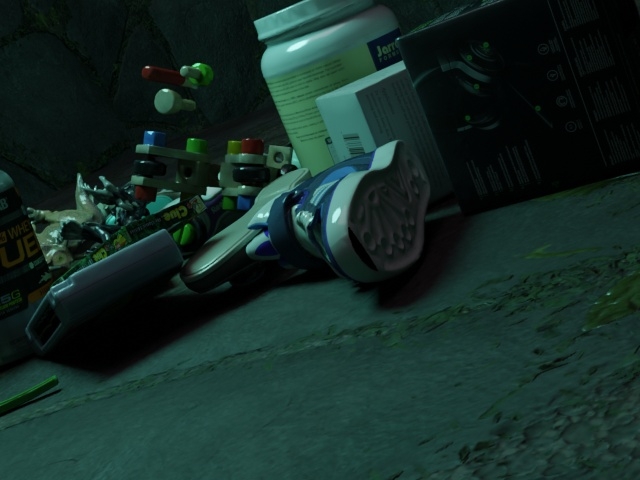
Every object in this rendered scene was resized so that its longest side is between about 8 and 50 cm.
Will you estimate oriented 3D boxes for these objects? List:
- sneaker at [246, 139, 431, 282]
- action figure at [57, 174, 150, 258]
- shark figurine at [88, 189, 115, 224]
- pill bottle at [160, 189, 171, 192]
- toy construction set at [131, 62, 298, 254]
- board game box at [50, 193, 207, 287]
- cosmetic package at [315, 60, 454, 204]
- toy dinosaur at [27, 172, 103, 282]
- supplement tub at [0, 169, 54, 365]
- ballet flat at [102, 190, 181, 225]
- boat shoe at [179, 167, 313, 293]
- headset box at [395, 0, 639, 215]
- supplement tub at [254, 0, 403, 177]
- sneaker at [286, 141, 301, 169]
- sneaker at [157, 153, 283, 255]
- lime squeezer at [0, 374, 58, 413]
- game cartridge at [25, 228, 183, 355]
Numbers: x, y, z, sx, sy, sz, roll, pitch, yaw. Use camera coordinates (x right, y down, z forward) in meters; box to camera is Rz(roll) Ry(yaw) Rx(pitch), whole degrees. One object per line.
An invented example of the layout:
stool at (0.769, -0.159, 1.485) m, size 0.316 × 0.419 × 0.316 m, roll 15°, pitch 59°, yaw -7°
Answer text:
sneaker at (0.000, -0.001, 1.281) m, size 0.236 × 0.130 × 0.323 m, roll -27°, pitch 14°, yaw 25°
action figure at (-0.366, -0.034, 1.791) m, size 0.164 × 0.141 × 0.275 m, roll -58°, pitch 19°, yaw 32°
shark figurine at (-0.432, -0.042, 2.241) m, size 0.278 × 0.116 × 0.166 m, roll -22°, pitch 43°, yaw 40°
pill bottle at (-0.298, -0.082, 2.201) m, size 0.078 × 0.078 × 0.137 m, roll -26°, pitch 13°, yaw -15°
toy construction set at (-0.164, -0.143, 1.740) m, size 0.257 × 0.308 × 0.237 m, roll -22°, pitch -8°, yaw 27°
board game box at (-0.274, 0.011, 1.471) m, size 0.136 × 0.030 × 0.260 m, roll -31°, pitch 1°, yaw -39°
cosmetic package at (0.207, -0.193, 1.523) m, size 0.366 × 0.197 × 0.155 m, roll -25°, pitch 12°, yaw -19°
toy dinosaur at (-0.464, 0.002, 1.912) m, size 0.200 × 0.127 × 0.295 m, roll -9°, pitch 40°, yaw 42°
supplement tub at (-0.523, 0.025, 1.575) m, size 0.194 × 0.316 × 0.193 m, roll -18°, pitch 13°, yaw 4°
ballet flat at (-0.263, -0.050, 2.012) m, size 0.316 × 0.107 × 0.106 m, roll -19°, pitch -8°, yaw -6°
boat shoe at (-0.078, 0.002, 1.485) m, size 0.112 × 0.095 × 0.335 m, roll -18°, pitch 18°, yaw 33°
headset box at (0.260, -0.188, 1.293) m, size 0.283 × 0.246 × 0.131 m, roll -17°, pitch 14°, yaw 30°
supplement tub at (0.044, -0.240, 1.693) m, size 0.235 × 0.324 × 0.235 m, roll -21°, pitch 13°, yaw 5°
sneaker at (0.026, -0.205, 2.123) m, size 0.151 × 0.094 × 0.256 m, roll -19°, pitch 11°, yaw 29°
sneaker at (-0.193, -0.073, 1.892) m, size 0.305 × 0.114 × 0.152 m, roll -30°, pitch 15°, yaw -31°
lime squeezer at (-0.486, 0.205, 1.294) m, size 0.310 × 0.109 × 0.059 m, roll 7°, pitch -8°, yaw -7°
game cartridge at (-0.295, 0.073, 1.437) m, size 0.196 × 0.060 × 0.294 m, roll -33°, pitch -2°, yaw -27°
